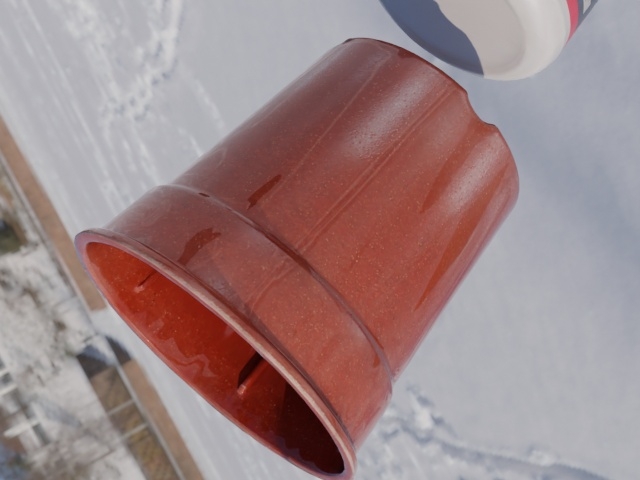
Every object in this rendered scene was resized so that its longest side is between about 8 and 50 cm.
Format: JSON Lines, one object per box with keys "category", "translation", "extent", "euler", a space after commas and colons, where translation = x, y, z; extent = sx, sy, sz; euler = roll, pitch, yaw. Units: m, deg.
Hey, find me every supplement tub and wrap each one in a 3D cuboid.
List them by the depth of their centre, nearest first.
{"category": "supplement tub", "translation": [0.180, -0.288, 0.915], "extent": [0.191, 0.272, 0.191], "euler": [34, 163, 12]}

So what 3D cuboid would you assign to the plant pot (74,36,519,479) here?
{"category": "plant pot", "translation": [0.000, 0.000, 0.857], "extent": [0.272, 0.265, 0.272], "euler": [36, 159, 16]}
